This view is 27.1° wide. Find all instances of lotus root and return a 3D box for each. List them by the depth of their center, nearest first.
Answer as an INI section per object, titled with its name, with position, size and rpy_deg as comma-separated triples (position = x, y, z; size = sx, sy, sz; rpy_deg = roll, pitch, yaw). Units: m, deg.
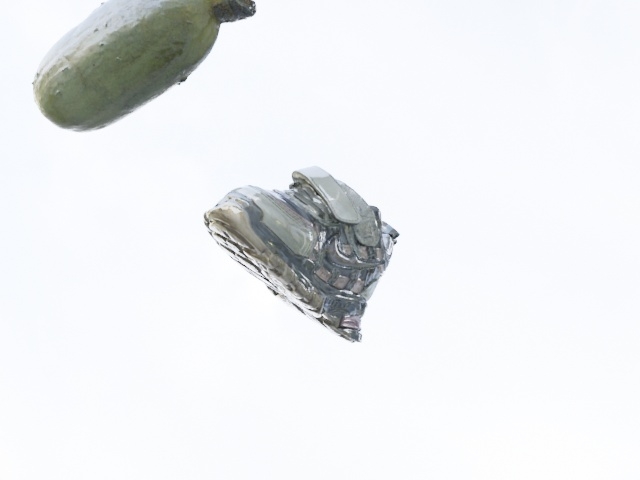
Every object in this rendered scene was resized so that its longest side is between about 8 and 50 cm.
[lotus root]
position = -0.137, -0.150, 1.004
size = 0.183, 0.090, 0.077
rpy_deg = -31, -60, 8

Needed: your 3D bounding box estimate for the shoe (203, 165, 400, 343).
[shoe]
position = 0.000, 0.000, 0.896
size = 0.089, 0.092, 0.180
rpy_deg = 31, -8, 35
